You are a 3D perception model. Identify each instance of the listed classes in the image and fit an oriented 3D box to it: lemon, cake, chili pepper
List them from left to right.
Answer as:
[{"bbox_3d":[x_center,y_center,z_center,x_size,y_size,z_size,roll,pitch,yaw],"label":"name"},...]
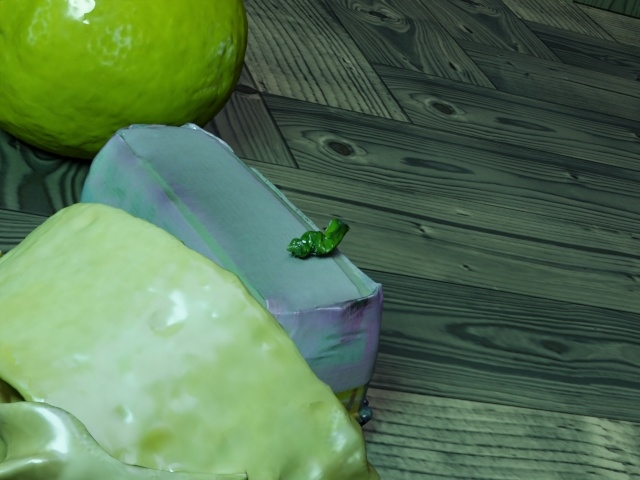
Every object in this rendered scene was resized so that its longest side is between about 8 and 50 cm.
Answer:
[{"bbox_3d":[-0.164,0.187,0.825,0.332,0.332,0.321,32,58,25],"label":"cake"},{"bbox_3d":[-0.250,-0.249,1.583,0.348,0.348,0.348,16,25,-8],"label":"lemon"},{"bbox_3d":[0.000,0.000,1.223,0.083,0.022,0.027,-25,84,-53],"label":"chili pepper"}]

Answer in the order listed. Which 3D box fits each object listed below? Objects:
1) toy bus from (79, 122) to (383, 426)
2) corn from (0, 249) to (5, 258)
[{"bbox_3d":[-0.095,0.023,1.324,0.171,0.162,0.386,-2,32,-37],"label":"toy bus"},{"bbox_3d":[-0.282,0.057,1.185,0.292,0.101,0.101,31,27,25],"label":"corn"}]
